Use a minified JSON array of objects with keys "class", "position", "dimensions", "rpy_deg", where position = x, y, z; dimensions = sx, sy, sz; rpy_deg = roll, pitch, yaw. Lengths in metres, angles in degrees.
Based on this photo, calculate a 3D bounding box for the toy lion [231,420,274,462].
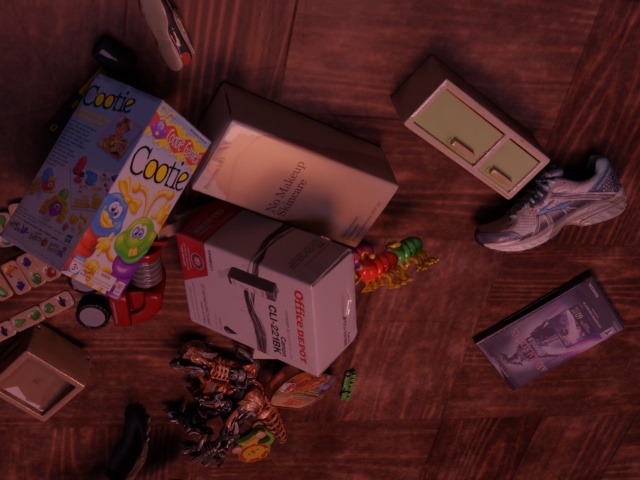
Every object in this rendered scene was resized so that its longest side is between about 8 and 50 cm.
[{"class":"toy lion","position":[-0.139,0.434,2.013],"dimensions":[0.100,0.034,0.096],"rpy_deg":[-35,135,14]}]

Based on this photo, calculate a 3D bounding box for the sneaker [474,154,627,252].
[{"class":"sneaker","position":[0.404,-0.073,1.715],"dimensions":[0.283,0.110,0.122],"rpy_deg":[-22,112,0]}]

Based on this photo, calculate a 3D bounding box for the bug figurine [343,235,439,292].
[{"class":"bug figurine","position":[0.063,0.045,1.638],"dimensions":[0.216,0.279,0.072],"rpy_deg":[-21,96,-43]}]

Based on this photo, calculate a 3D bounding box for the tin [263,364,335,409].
[{"class":"tin","position":[-0.041,0.285,1.864],"dimensions":[0.106,0.040,0.189],"rpy_deg":[-48,152,9]}]

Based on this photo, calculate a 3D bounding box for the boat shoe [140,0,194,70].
[{"class":"boat shoe","position":[-0.221,-0.315,1.382],"dimensions":[0.043,0.049,0.137],"rpy_deg":[-47,136,-31]}]

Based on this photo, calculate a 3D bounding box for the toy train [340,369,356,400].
[{"class":"toy train","position":[0.057,0.300,1.962],"dimensions":[0.023,0.017,0.083],"rpy_deg":[6,127,-6]}]

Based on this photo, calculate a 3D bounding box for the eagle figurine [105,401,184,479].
[{"class":"eagle figurine","position":[-0.363,0.484,1.871],"dimensions":[0.298,0.225,0.226],"rpy_deg":[-41,137,10]}]

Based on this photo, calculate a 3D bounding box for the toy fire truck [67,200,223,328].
[{"class":"toy fire truck","position":[-0.285,0.023,1.586],"dimensions":[0.246,0.159,0.217],"rpy_deg":[-1,128,-1]}]

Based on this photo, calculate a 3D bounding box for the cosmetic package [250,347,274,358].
[{"class":"cosmetic package","position":[-0.076,0.194,1.815],"dimensions":[0.115,0.060,0.041],"rpy_deg":[2,126,-18]}]

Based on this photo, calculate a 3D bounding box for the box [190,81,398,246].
[{"class":"box","position":[-0.047,-0.118,1.531],"dimensions":[0.311,0.121,0.148],"rpy_deg":[18,121,-26]}]

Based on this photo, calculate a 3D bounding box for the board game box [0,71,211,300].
[{"class":"board game box","position":[-0.309,-0.077,1.381],"dimensions":[0.275,0.144,0.142],"rpy_deg":[-61,149,-6]}]

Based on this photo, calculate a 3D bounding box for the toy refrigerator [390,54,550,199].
[{"class":"toy refrigerator","position":[0.253,-0.182,1.575],"dimensions":[0.269,0.094,0.102],"rpy_deg":[31,115,-33]}]

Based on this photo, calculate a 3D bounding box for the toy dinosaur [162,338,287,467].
[{"class":"toy dinosaur","position":[-0.177,0.322,1.844],"dimensions":[0.322,0.164,0.218],"rpy_deg":[43,93,-14]}]

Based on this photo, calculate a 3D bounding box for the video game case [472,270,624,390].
[{"class":"video game case","position":[0.479,0.194,1.981],"dimensions":[0.274,0.026,0.196],"rpy_deg":[-33,128,11]}]

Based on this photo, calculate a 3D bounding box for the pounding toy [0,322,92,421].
[{"class":"pounding toy","position":[-0.552,0.228,1.705],"dimensions":[0.206,0.094,0.181],"rpy_deg":[39,116,-25]}]

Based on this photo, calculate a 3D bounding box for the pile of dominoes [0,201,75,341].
[{"class":"pile of dominoes","position":[-0.546,0.072,1.556],"dimensions":[0.251,0.040,0.196],"rpy_deg":[-26,104,8]}]

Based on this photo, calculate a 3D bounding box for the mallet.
[{"class":"mallet","position":[-0.360,-0.230,1.420],"dimensions":[0.189,0.039,0.062],"rpy_deg":[-35,129,19]}]

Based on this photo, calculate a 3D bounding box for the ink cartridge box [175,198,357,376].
[{"class":"ink cartridge box","position":[-0.086,0.075,1.536],"dimensions":[0.272,0.114,0.197],"rpy_deg":[19,133,28]}]

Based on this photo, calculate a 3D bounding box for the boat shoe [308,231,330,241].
[{"class":"boat shoe","position":[0.000,0.000,1.700],"dimensions":[0.035,0.035,0.100],"rpy_deg":[-19,132,-35]}]
